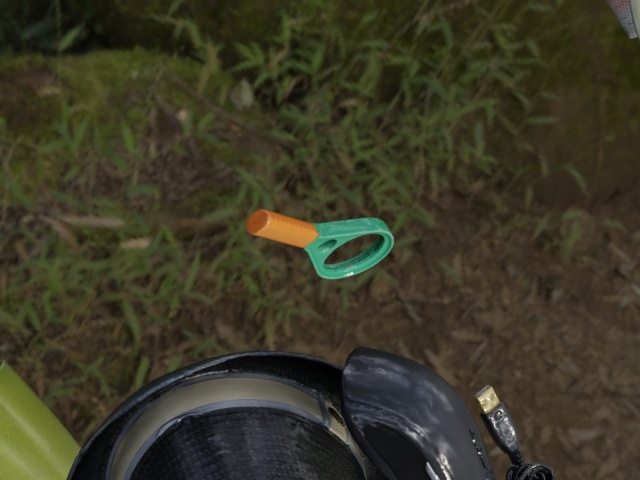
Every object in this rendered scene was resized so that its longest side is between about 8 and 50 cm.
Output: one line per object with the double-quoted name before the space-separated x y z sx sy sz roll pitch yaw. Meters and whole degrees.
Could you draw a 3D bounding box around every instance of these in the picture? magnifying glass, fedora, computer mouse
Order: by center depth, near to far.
"computer mouse" 0.121 0.159 1.013 0.262 0.060 0.184 53 33 -18
"fedora" -0.054 0.256 1.074 0.334 0.334 0.152 9 31 -26
"magnifying glass" 0.000 0.000 1.318 0.231 0.092 0.026 18 40 -55

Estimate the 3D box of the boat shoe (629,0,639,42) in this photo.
"boat shoe" 0.193 -0.240 0.574 0.127 0.340 0.113 -3 8 18

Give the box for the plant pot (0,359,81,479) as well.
"plant pot" -0.365 0.345 1.531 0.293 0.275 0.275 42 40 -11

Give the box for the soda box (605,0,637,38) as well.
"soda box" 0.300 -0.215 0.968 0.058 0.183 0.063 -46 107 -26
